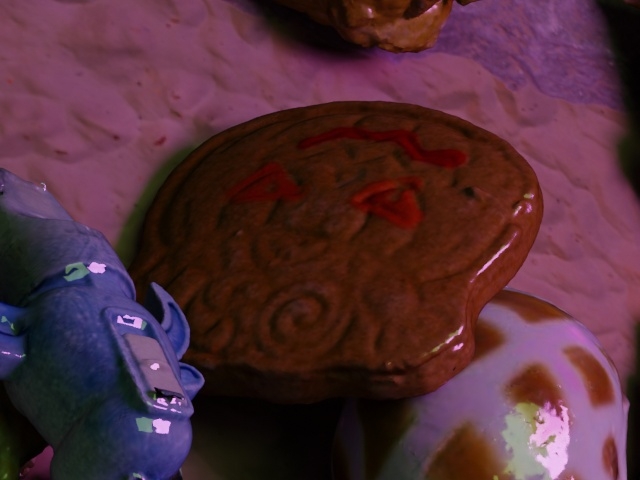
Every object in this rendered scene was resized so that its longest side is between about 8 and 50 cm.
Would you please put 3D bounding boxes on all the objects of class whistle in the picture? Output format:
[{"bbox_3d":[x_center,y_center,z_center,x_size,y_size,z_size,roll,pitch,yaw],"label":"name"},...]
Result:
[{"bbox_3d":[-0.140,0.056,1.144,0.180,0.093,0.269,16,29,-37],"label":"whistle"}]

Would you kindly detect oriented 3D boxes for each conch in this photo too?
[{"bbox_3d":[0.114,0.153,1.288,0.249,0.197,0.368,41,38,-52],"label":"conch"}]

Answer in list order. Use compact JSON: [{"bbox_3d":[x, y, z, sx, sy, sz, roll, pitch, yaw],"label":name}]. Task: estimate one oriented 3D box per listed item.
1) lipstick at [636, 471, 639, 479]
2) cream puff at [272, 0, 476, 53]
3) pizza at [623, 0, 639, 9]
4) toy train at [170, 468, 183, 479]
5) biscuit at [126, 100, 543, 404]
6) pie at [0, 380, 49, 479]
[{"bbox_3d":[0.270,0.171,1.456,0.081,0.081,0.300,23,53,-21],"label":"lipstick"},{"bbox_3d":[0.050,-0.265,1.492,0.196,0.244,0.244,21,51,-39],"label":"cream puff"},{"bbox_3d":[0.385,-0.075,1.667,0.409,0.114,0.278,41,46,-4],"label":"pizza"},{"bbox_3d":[-0.146,0.168,1.156,0.170,0.111,0.071,-31,86,-42],"label":"toy train"},{"bbox_3d":[-0.001,-0.001,1.284,0.257,0.273,0.049,-58,140,-37],"label":"biscuit"},{"bbox_3d":[-0.256,0.077,1.142,0.248,0.090,0.201,14,44,-39],"label":"pie"}]
